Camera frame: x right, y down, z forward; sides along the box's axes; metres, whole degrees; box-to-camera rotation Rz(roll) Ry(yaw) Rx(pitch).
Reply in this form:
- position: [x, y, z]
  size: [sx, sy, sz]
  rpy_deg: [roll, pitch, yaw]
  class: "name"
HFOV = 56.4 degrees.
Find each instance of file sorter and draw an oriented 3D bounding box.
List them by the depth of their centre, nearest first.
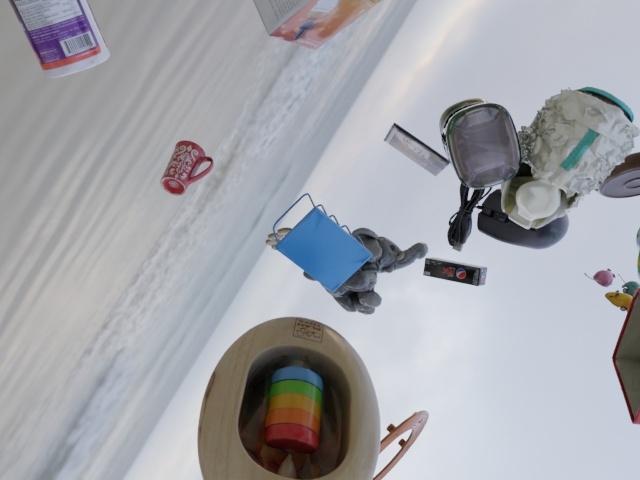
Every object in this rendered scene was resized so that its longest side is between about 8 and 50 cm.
- position: [0.000, 0.000, 1.252]
  size: [0.118, 0.170, 0.104]
  rpy_deg: [-44, -152, 13]
  class: "file sorter"

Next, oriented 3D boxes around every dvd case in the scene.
- position: [0.316, -0.297, 1.976]
  size: [0.018, 0.221, 0.164]
  rpy_deg: [-54, 179, -8]
  class: "dvd case"

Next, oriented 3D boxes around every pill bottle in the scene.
- position: [-0.412, -0.359, 0.913]
  size: [0.108, 0.108, 0.193]
  rpy_deg: [-64, 143, -54]
  class: "pill bottle"

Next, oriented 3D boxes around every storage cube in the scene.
- position: [0.674, 0.220, 1.089]
  size: [0.183, 0.193, 0.214]
  rpy_deg: [-70, 162, -57]
  class: "storage cube"

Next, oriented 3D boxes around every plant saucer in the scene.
- position: [0.611, -0.122, 1.158]
  size: [0.168, 0.169, 0.029]
  rpy_deg: [129, -39, -60]
  class: "plant saucer"

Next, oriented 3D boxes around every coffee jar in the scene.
- position: [0.196, -0.128, 0.754]
  size: [0.079, 0.096, 0.184]
  rpy_deg: [-15, -168, 12]
  class: "coffee jar"

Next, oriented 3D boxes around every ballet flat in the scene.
- position: [0.305, -0.087, 0.828]
  size: [0.147, 0.147, 0.409]
  rpy_deg: [-58, 166, 0]
  class: "ballet flat"

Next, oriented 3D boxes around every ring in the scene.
- position: [0.151, 0.552, 1.516]
  size: [0.337, 0.032, 0.336]
  rpy_deg: [-34, 148, -25]
  class: "ring"

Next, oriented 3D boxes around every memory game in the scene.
- position: [-0.039, -0.003, 1.415]
  size: [0.186, 0.186, 0.012]
  rpy_deg: [130, -44, -64]
  class: "memory game"

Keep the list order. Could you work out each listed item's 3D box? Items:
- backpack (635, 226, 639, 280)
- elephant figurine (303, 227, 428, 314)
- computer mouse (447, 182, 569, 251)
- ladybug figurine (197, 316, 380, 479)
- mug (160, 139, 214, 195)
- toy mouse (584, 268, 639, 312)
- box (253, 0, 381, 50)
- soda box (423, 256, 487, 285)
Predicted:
- position: [0.652, -0.006, 0.864]
  size: [0.355, 0.290, 0.273]
  rpy_deg: [-47, -160, 0]
  class: "backpack"
- position: [0.118, 0.050, 1.452]
  size: [0.169, 0.186, 0.239]
  rpy_deg: [-9, -140, 48]
  class: "elephant figurine"
- position: [0.440, -0.040, 1.361]
  size: [0.072, 0.272, 0.188]
  rpy_deg: [-84, -176, -67]
  class: "computer mouse"
- position: [-0.055, 0.320, 1.032]
  size: [0.449, 0.305, 0.161]
  rpy_deg: [-78, -177, -52]
  class: "ladybug figurine"
- position: [-0.456, -0.246, 2.017]
  size: [0.150, 0.113, 0.169]
  rpy_deg: [-13, -136, 33]
  class: "mug"
- position: [0.662, 0.099, 1.313]
  size: [0.143, 0.161, 0.031]
  rpy_deg: [-39, 159, -50]
  class: "toy mouse"
- position: [0.004, -0.375, 0.880]
  size: [0.171, 0.091, 0.130]
  rpy_deg: [-28, 170, 32]
  class: "box"
- position: [0.381, 0.087, 1.694]
  size: [0.060, 0.169, 0.053]
  rpy_deg: [-1, 100, -56]
  class: "soda box"
